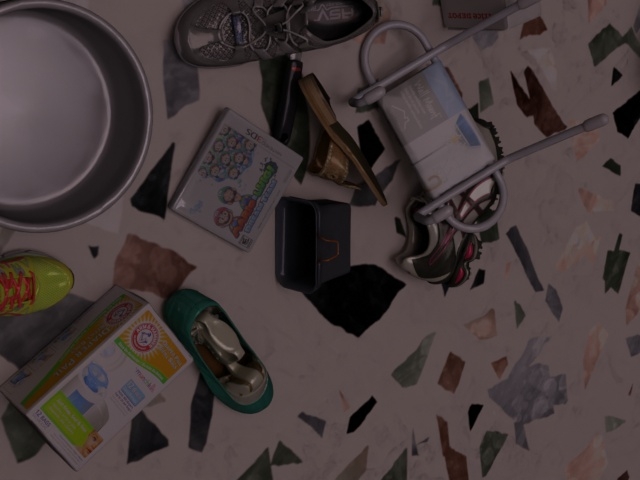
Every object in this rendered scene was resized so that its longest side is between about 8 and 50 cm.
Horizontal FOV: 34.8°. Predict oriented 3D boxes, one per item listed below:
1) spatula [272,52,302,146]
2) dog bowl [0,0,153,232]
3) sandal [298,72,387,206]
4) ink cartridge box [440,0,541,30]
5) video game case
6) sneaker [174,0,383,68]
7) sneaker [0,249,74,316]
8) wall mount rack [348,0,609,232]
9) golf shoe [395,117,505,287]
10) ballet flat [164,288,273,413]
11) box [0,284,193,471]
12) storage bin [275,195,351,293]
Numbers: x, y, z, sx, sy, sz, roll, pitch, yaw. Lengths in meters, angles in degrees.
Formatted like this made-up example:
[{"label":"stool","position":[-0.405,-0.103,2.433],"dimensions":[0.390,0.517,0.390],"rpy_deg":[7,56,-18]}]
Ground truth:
[{"label":"spatula","position":[-0.037,-0.274,1.420],"dimensions":[0.084,0.030,0.297],"rpy_deg":[2,100,-35]},{"label":"dog bowl","position":[-0.336,-0.146,1.190],"dimensions":[0.264,0.104,0.265],"rpy_deg":[-8,105,-33]},{"label":"sandal","position":[0.010,-0.129,1.471],"dimensions":[0.079,0.088,0.240],"rpy_deg":[-27,126,9]},{"label":"ink cartridge box","position":[0.241,-0.415,1.517],"dimensions":[0.082,0.139,0.191],"rpy_deg":[-27,116,-30]},{"label":"video game case","position":[-0.114,-0.081,1.408],"dimensions":[0.143,0.019,0.157],"rpy_deg":[31,88,-36]},{"label":"sneaker","position":[-0.052,-0.291,1.330],"dimensions":[0.281,0.115,0.105],"rpy_deg":[-17,106,-14]},{"label":"sneaker","position":[-0.385,0.061,1.209],"dimensions":[0.208,0.094,0.082],"rpy_deg":[-5,102,-36]},{"label":"wall mount rack","position":[0.223,-0.188,1.488],"dimensions":[0.304,0.130,0.350],"rpy_deg":[-32,101,-5]},{"label":"golf shoe","position":[0.205,-0.064,1.599],"dimensions":[0.120,0.105,0.273],"rpy_deg":[12,93,-30]},{"label":"ballet flat","position":[-0.127,0.168,1.422],"dimensions":[0.083,0.087,0.247],"rpy_deg":[-46,123,-19]},{"label":"box","position":[-0.283,0.170,1.301],"dimensions":[0.203,0.103,0.114],"rpy_deg":[-43,122,-20]},{"label":"storage bin","position":[0.000,0.000,1.477],"dimensions":[0.091,0.098,0.135],"rpy_deg":[-14,109,-43]}]
